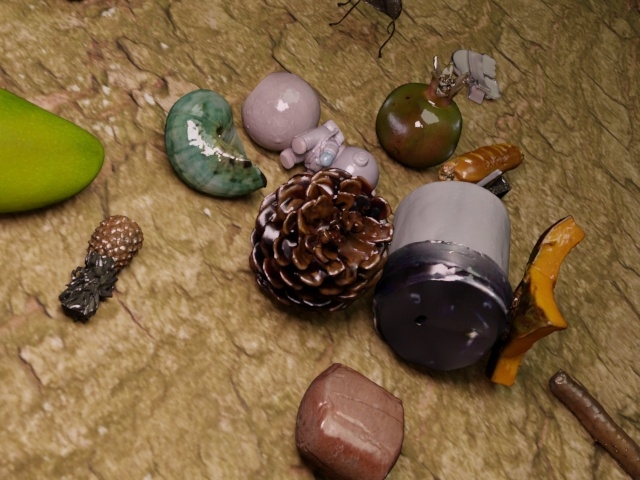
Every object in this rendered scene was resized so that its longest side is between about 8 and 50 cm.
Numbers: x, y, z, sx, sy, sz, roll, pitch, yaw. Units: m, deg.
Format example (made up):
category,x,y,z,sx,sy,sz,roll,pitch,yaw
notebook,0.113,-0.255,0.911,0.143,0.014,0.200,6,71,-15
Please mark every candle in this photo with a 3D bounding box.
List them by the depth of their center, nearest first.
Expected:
category,x,y,z,sx,sy,sz,roll,pitch,yaw
candle,0.214,0.034,1.269,0.221,0.221,0.343,30,40,-9

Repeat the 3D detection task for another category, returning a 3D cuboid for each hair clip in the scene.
category,x,y,z,sx,sy,sz,roll,pitch,yaw
hair clip,0.397,-0.429,1.906,0.140,0.054,0.220,19,44,-14

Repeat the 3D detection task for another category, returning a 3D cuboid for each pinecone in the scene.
category,x,y,z,sx,sy,sz,roll,pitch,yaw
pinecone,0.000,0.000,1.136,0.224,0.272,0.224,0,83,-3

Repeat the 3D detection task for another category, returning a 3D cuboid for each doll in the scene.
category,x,y,z,sx,sy,sz,roll,pitch,yaw
doll,-0.008,-0.175,1.353,0.287,0.151,0.151,42,43,-3

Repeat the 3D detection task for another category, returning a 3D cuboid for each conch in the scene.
category,x,y,z,sx,sy,sz,roll,pitch,yaw
conch,-0.181,-0.158,1.232,0.176,0.122,0.188,16,46,-52

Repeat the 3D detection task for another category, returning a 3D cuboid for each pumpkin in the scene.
category,x,y,z,sx,sy,sz,roll,pitch,yaw
pumpkin,0.355,0.125,1.270,0.095,0.290,0.258,22,51,13

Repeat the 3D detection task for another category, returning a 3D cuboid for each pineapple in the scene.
category,x,y,z,sx,sy,sz,roll,pitch,yaw
pineapple,-0.302,0.038,1.026,0.074,0.074,0.159,29,52,-10

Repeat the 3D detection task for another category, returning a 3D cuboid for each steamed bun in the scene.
category,x,y,z,sx,sy,sz,roll,pitch,yaw
steamed bun,0.036,0.258,1.043,0.144,0.106,0.175,29,29,-2

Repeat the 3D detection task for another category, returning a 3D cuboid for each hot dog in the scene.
category,x,y,z,sx,sy,sz,roll,pitch,yaw
hot dog,0.341,-0.160,1.598,0.269,0.115,0.072,-23,90,-50

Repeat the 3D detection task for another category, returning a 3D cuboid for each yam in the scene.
category,x,y,z,sx,sy,sz,roll,pitch,yaw
yam,0.496,0.330,1.330,0.241,0.057,0.057,48,44,8

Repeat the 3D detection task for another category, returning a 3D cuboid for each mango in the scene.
category,x,y,z,sx,sy,sz,roll,pitch,yaw
mango,-0.457,-0.127,0.994,0.343,0.156,0.192,5,61,-36

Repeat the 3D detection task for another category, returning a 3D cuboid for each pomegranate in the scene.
category,x,y,z,sx,sy,sz,roll,pitch,yaw
pomegranate,0.212,-0.256,1.506,0.181,0.224,0.181,14,44,-14

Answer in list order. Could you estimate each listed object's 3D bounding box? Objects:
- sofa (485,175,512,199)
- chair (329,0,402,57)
category,x,y,z,sx,sy,sz,roll,pitch,yaw
sofa,0.348,-0.097,1.581,0.118,0.060,0.039,-21,72,-43
chair,0.130,-0.565,1.724,0.149,0.213,0.174,25,45,-6
